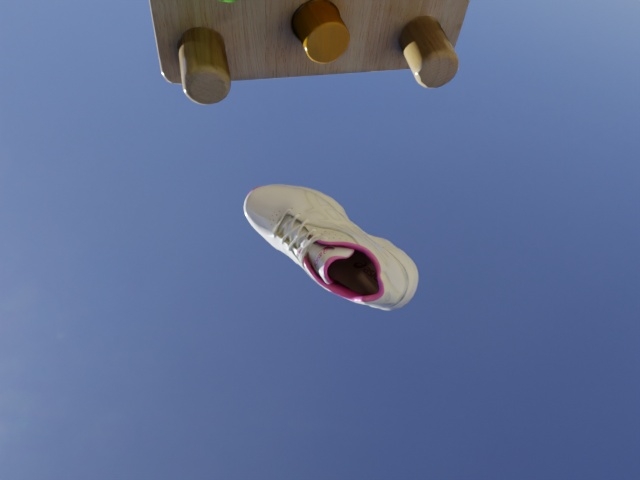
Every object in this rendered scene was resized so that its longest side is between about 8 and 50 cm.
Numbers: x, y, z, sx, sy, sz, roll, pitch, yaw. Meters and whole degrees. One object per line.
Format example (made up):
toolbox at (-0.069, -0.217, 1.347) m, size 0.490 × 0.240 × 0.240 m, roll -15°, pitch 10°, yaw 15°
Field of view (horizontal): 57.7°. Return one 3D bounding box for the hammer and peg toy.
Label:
hammer and peg toy at (0.013, -0.254, 0.362) m, size 0.266 × 0.361 × 0.127 m, roll -7°, pitch -126°, yaw -12°

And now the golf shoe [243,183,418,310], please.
golf shoe at (0.000, 0.000, 0.863) m, size 0.306 × 0.115 × 0.140 m, roll 30°, pitch -168°, yaw 18°
